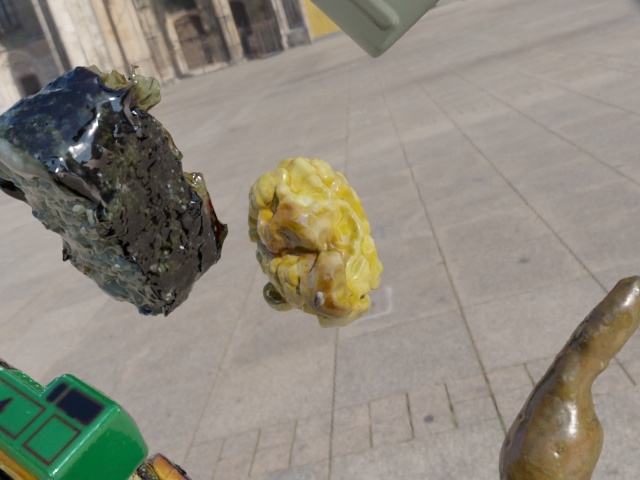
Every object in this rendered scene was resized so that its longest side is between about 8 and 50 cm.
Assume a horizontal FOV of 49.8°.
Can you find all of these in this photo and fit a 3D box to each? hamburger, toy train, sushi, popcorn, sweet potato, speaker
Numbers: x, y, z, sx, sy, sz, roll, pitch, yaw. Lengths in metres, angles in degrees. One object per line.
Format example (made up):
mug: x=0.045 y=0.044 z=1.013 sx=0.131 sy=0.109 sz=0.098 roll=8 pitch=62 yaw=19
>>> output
hamburger: x=-0.308 y=0.537 z=1.391 sx=0.243 sy=0.262 sz=0.139 roll=34 pitch=65 yaw=23
toy train: x=-0.216 y=0.147 z=0.477 sx=0.227 sy=0.091 sz=0.136 roll=21 pitch=52 yaw=34
sushi: x=-0.168 y=-0.039 z=0.558 sx=0.147 sy=0.212 sz=0.115 roll=12 pitch=57 yaw=32
popcorn: x=-0.004 y=0.006 z=0.798 sx=0.140 sy=0.194 sz=0.163 roll=-22 pitch=-14 yaw=-19
sweet potato: x=0.194 y=0.150 z=0.560 sx=0.074 sy=0.269 sz=0.075 roll=18 pitch=5 yaw=-1
speaker: x=0.150 y=-0.494 z=1.084 sx=0.406 sy=0.184 sz=0.183 roll=-37 pitch=27 yaw=45
